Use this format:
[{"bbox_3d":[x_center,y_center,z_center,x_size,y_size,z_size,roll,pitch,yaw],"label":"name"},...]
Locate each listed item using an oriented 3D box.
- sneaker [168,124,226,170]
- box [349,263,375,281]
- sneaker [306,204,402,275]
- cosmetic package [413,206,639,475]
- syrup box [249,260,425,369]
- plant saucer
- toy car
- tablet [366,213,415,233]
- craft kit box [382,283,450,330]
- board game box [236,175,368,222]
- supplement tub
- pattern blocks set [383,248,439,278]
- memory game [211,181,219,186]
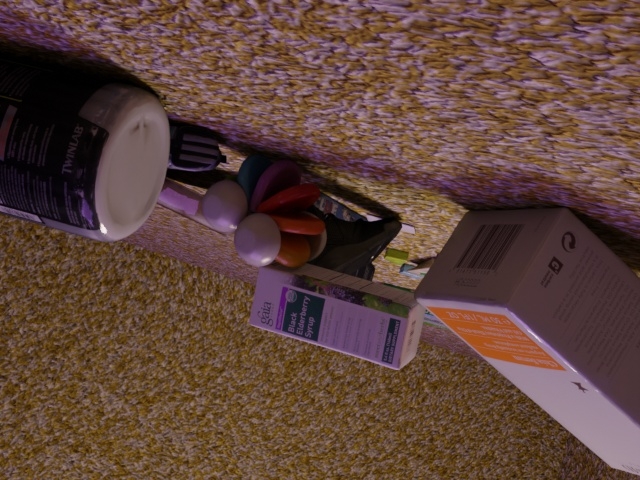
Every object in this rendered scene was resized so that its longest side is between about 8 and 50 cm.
[{"bbox_3d":[-0.249,-0.136,1.581,0.224,0.083,0.098,15,177,9],"label":"sneaker"},{"bbox_3d":[0.023,0.074,2.353,0.153,0.108,0.207,15,172,12],"label":"box"},{"bbox_3d":[0.032,-0.013,1.725,0.227,0.087,0.130,-26,-112,-43],"label":"sneaker"},{"bbox_3d":[0.374,0.153,1.507,0.453,0.161,0.230,40,164,-20],"label":"cosmetic package"},{"bbox_3d":[0.025,0.101,1.568,0.237,0.093,0.096,15,-167,18],"label":"syrup box"},{"bbox_3d":[-0.265,-0.080,1.918,0.311,0.050,0.310,26,179,1],"label":"plant saucer"},{"bbox_3d":[-0.067,-0.051,1.571,0.182,0.136,0.159,45,-152,25],"label":"toy car"},{"bbox_3d":[0.119,-0.027,1.824,0.083,0.006,0.054,15,172,10],"label":"tablet"},{"bbox_3d":[0.290,0.181,2.743,0.250,0.061,0.246,15,169,17],"label":"craft kit box"},{"bbox_3d":[-0.017,-0.044,1.860,0.165,0.042,0.243,11,170,36],"label":"board game box"},{"bbox_3d":[-0.388,-0.132,1.432,0.338,0.207,0.207,15,172,16],"label":"supplement tub"},{"bbox_3d":[0.262,0.071,2.129,0.285,0.026,0.325,16,172,5],"label":"pattern blocks set"},{"bbox_3d":[-0.114,-0.047,1.899,0.186,0.012,0.186,35,-173,-5],"label":"memory game"}]
